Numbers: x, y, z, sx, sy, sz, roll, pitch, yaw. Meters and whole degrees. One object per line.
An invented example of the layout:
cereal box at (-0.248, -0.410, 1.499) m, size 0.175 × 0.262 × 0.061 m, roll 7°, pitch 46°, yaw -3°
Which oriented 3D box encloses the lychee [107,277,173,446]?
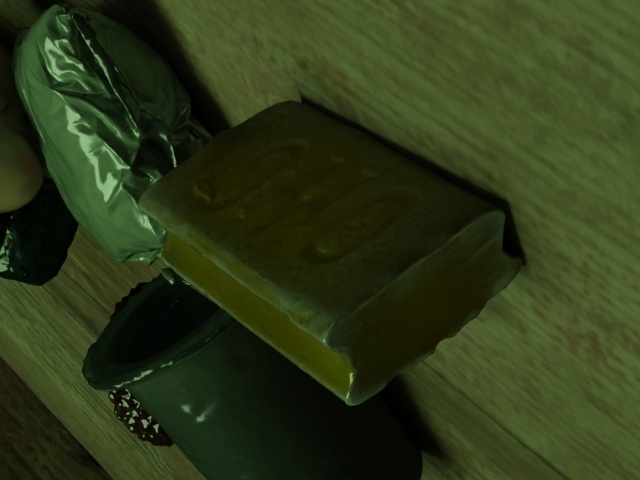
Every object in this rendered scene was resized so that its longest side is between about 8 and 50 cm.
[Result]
lychee at (-0.163, 0.129, 1.877) m, size 0.188 × 0.188 × 0.188 m, roll 47°, pitch 161°, yaw 21°

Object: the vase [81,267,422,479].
vase at (-0.054, 0.163, 1.604) m, size 0.291 × 0.245 × 0.245 m, roll 55°, pitch 163°, yaw -19°

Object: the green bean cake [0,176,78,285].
green bean cake at (-0.420, -0.112, 2.003) m, size 0.300 × 0.169 × 0.308 m, roll 19°, pitch -157°, yaw -7°

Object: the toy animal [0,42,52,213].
toy animal at (-0.379, -0.080, 1.725) m, size 0.277 × 0.247 × 0.345 m, roll -149°, pitch 39°, yaw -75°

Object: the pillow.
pillow at (-0.206, -0.105, 1.620) m, size 0.283 × 0.138 × 0.310 m, roll 58°, pitch 165°, yaw -7°

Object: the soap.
soap at (0.000, 0.000, 1.237) m, size 0.274 × 0.173 × 0.089 m, roll 32°, pitch 151°, yaw 49°
